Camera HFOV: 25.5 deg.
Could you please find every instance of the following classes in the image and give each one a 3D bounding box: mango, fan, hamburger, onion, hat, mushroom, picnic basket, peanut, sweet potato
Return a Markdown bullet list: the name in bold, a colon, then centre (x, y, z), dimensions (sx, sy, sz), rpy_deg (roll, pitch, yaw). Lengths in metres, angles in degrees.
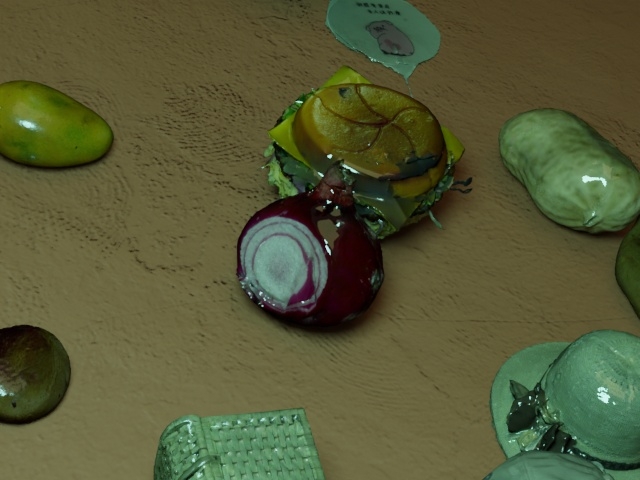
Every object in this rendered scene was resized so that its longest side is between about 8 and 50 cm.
- **mango**: centre (-0.336, -0.138, 1.723), dimensions (0.163, 0.089, 0.111), rpy_deg (22, 42, -7)
- **fan**: centre (0.112, -0.267, 2.051), dimensions (0.182, 0.010, 0.310), rpy_deg (-1, 46, -20)
- **hamburger**: centre (0.054, -0.093, 1.766), dimensions (0.261, 0.139, 0.243), rpy_deg (32, 45, 16)
- **onion**: centre (0.006, -0.001, 1.630), dimensions (0.173, 0.198, 0.135), rpy_deg (32, 15, 19)
- **hat**: centre (0.328, 0.176, 1.593), dimensions (0.257, 0.130, 0.257), rpy_deg (9, 44, -8)
- **hat**: centre (0.160, 0.254, 1.401), dimensions (0.244, 0.149, 0.214), rpy_deg (24, 11, -11)
- **mushroom**: centre (-0.321, 0.135, 1.482), dimensions (0.123, 0.052, 0.123), rpy_deg (12, 44, -12)
- **picnic basket**: centre (-0.075, 0.279, 1.358), dimensions (0.154, 0.134, 0.196), rpy_deg (-4, 48, -19)
- **peanut**: centre (0.327, -0.092, 1.867), dimensions (0.129, 0.129, 0.224), rpy_deg (-18, 45, -32)
- **sweet potato**: centre (0.412, 0.065, 1.787), dimensions (0.069, 0.059, 0.250), rpy_deg (13, 47, -23)
